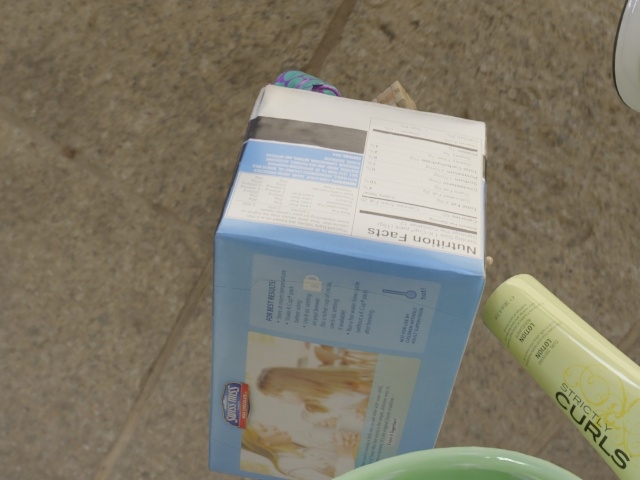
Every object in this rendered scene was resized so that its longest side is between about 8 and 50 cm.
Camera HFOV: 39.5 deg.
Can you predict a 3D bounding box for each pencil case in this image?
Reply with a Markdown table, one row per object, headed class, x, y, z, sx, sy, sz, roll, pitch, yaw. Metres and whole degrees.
| class | x | y | z | sx | sy | sz | roll | pitch | yaw |
| --- | --- | --- | --- | --- | --- | --- | --- | --- | --- |
| pencil case | -0.020 | -0.192 | 1.211 | 0.070 | 0.152 | 0.065 | -4 | 109 | -17 |

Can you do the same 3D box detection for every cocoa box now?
| class | x | y | z | sx | sy | sz | roll | pitch | yaw |
| --- | --- | --- | --- | --- | --- | --- | --- | --- | --- |
| cocoa box | 0.021 | 0.064 | 0.890 | 0.231 | 0.228 | 0.347 | 9 | 132 | 2 |

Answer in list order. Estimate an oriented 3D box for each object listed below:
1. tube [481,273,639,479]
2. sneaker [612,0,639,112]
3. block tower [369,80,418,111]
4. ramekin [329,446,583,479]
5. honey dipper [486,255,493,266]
| class | x | y | z | sx | sy | sz | roll | pitch | yaw |
| --- | --- | --- | --- | --- | --- | --- | --- | --- | --- |
| tube | 0.224 | 0.119 | 0.708 | 0.062 | 0.240 | 0.070 | -24 | 137 | -17 |
| sneaker | 0.288 | -0.203 | 0.509 | 0.123 | 0.178 | 0.296 | 2 | 106 | -32 |
| block tower | 0.041 | -0.151 | 1.674 | 0.335 | 0.097 | 0.091 | -36 | 116 | 16 |
| ramekin | 0.061 | 0.278 | 0.522 | 0.303 | 0.303 | 0.148 | -16 | 112 | 22 |
| honey dipper | 0.296 | 0.098 | 1.791 | 0.030 | 0.030 | 0.161 | 31 | 106 | 1 |
